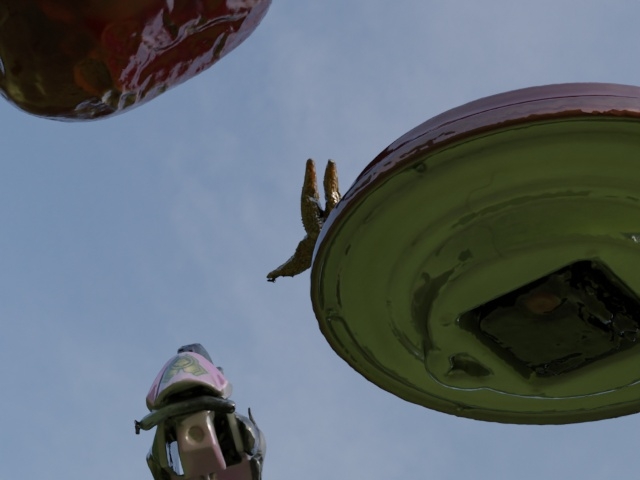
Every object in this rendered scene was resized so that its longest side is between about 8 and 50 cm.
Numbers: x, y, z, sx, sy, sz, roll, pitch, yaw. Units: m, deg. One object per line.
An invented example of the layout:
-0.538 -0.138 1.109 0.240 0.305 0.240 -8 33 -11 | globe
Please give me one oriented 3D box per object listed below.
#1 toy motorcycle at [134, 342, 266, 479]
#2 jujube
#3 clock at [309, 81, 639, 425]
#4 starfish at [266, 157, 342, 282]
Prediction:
-0.137 0.269 1.305 0.143 0.188 0.327 -11 -111 0 | toy motorcycle
-0.204 -0.251 1.139 0.223 0.318 0.223 44 -31 36 | jujube
0.151 0.032 0.702 0.319 0.080 0.318 0 -40 0 | clock
0.002 0.003 1.029 0.130 0.041 0.133 -42 -71 7 | starfish
